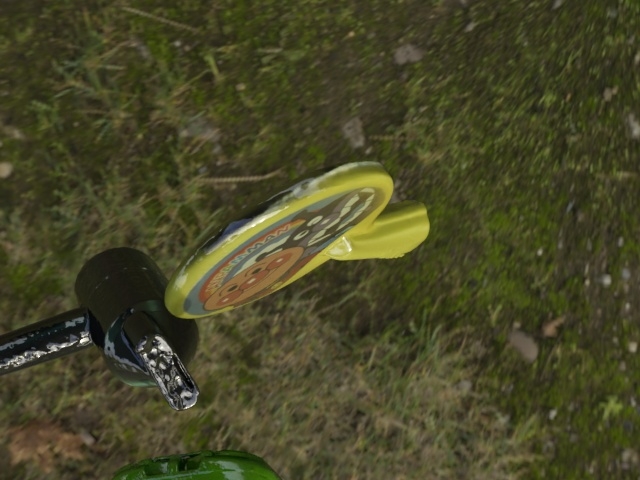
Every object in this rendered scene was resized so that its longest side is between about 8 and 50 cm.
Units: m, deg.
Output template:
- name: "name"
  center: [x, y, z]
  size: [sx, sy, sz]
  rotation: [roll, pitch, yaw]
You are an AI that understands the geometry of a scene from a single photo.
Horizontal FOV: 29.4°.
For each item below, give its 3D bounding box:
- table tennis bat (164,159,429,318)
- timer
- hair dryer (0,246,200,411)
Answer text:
- name: "table tennis bat"
  center: [0.000, 0.000, 1.127]
  size: [0.224, 0.369, 0.054]
  rotation: [-40, 74, 27]
- name: "timer"
  center: [-0.097, 0.210, 0.996]
  size: [0.140, 0.128, 0.047]
  rotation: [-10, 59, 12]
- name: "hair dryer"
  center: [-0.292, 0.131, 1.379]
  size: [0.302, 0.244, 0.116]
  rotation: [-20, 115, -13]
